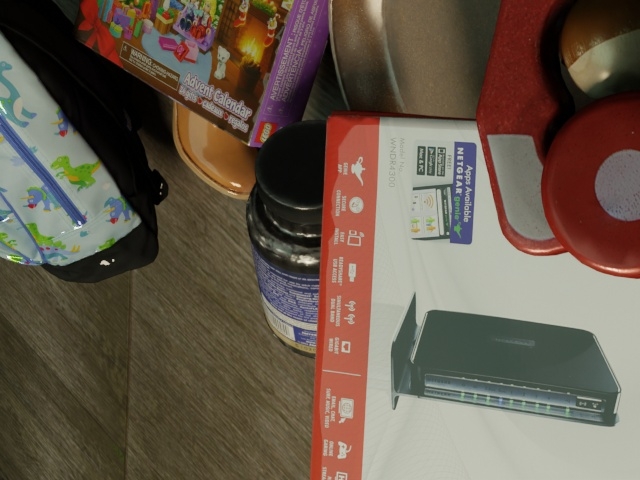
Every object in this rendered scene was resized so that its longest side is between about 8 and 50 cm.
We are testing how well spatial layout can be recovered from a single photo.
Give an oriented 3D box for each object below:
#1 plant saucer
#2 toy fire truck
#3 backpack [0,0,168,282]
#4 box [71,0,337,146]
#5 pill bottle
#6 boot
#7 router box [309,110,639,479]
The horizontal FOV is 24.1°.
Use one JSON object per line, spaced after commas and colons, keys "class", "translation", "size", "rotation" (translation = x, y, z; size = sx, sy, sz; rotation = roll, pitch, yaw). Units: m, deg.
{"class": "plant saucer", "translation": [0.120, -0.134, 1.158], "size": [0.310, 0.050, 0.311], "rotation": [33, 135, 40]}
{"class": "toy fire truck", "translation": [0.229, -0.114, 0.829], "size": [0.302, 0.169, 0.254], "rotation": [-15, 79, 25]}
{"class": "backpack", "translation": [-0.327, -0.146, 1.498], "size": [0.355, 0.273, 0.290], "rotation": [79, 171, -55]}
{"class": "box", "translation": [-0.103, -0.227, 1.346], "size": [0.293, 0.057, 0.201], "rotation": [32, 111, 42]}
{"class": "pill bottle", "translation": [0.000, 0.000, 1.305], "size": [0.123, 0.123, 0.219], "rotation": [45, 159, 29]}
{"class": "boot", "translation": [-0.092, -0.148, 1.443], "size": [0.197, 0.073, 0.152], "rotation": [57, 142, 7]}
{"class": "router box", "translation": [0.143, 0.083, 1.030], "size": [0.301, 0.082, 0.336], "rotation": [5, 95, 31]}
